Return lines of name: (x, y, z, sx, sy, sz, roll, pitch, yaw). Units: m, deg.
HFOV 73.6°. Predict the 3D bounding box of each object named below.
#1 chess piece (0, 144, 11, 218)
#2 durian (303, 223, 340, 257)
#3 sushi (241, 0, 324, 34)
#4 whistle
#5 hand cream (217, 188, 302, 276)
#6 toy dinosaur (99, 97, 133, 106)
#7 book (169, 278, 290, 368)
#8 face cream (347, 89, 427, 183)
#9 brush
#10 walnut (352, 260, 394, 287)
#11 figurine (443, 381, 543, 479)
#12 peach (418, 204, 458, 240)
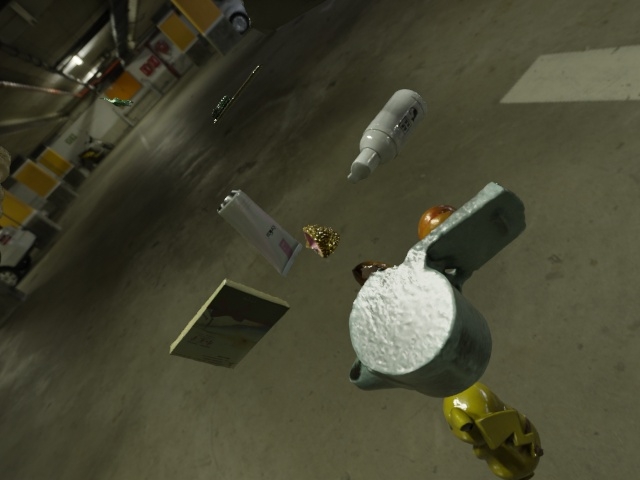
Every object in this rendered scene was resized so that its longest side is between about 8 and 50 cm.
chess piece: (-0.939, -0.148, 1.181, 0.143, 0.143, 0.260, -36, 58, 17)
durian: (0.001, 0.000, 1.831, 0.182, 0.165, 0.132, -40, -42, -81)
sushi: (-0.105, -0.580, 0.868, 0.216, 0.212, 0.227, -20, 6, 22)
whistle: (0.199, 0.089, 0.738, 0.188, 0.168, 0.404, 12, 71, 46)
hand cream: (-0.224, -0.037, 1.612, 0.118, 0.359, 0.185, -32, 22, 40)
toy dinosaur: (-0.502, -0.338, 1.049, 0.062, 0.083, 0.021, -125, 37, -66)
book: (-0.241, 0.231, 1.132, 0.289, 0.201, 0.026, -50, 34, 23)
face cream: (0.220, -0.345, 1.462, 0.145, 0.145, 0.369, 1, 50, 53)
brush: (-0.205, -0.354, 1.026, 0.190, 0.027, 0.034, -40, 15, 28)
walnut: (0.246, 0.153, 1.817, 0.245, 0.137, 0.137, 6, 55, 29)
figurine: (0.434, 0.481, 1.109, 0.169, 0.327, 0.218, -49, 5, 35)
peach: (0.302, -0.021, 1.042, 0.138, 0.138, 0.138, -33, 32, 23)
